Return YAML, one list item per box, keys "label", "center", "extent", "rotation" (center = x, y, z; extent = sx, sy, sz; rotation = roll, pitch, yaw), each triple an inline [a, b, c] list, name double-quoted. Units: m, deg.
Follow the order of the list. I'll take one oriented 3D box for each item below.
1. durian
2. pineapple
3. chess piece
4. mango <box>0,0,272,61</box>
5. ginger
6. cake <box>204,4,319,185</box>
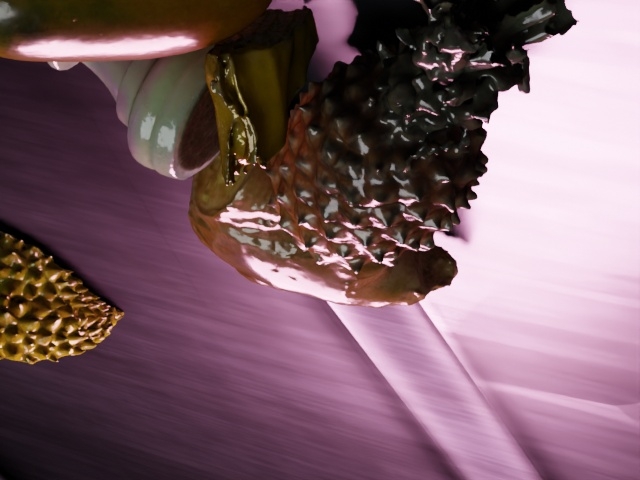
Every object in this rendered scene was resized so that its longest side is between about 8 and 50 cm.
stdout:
- label: "durian"
  center: [-0.425, 0.062, 2.384]
  extent: [0.352, 0.158, 0.169]
  rotation: [20, 169, 4]
- label: "pineapple"
  center: [0.066, -0.092, 1.485]
  extent: [0.175, 0.175, 0.361]
  rotation: [27, 157, -4]
- label: "chess piece"
  center: [-0.194, -0.174, 1.669]
  extent: [0.272, 0.139, 0.139]
  rotation: [33, 160, 15]
- label: "mango"
  center: [-0.152, -0.198, 1.419]
  extent: [0.254, 0.139, 0.175]
  rotation: [-10, -178, -15]
- label: "ginger"
  center: [0.000, 0.000, 1.811]
  extent: [0.270, 0.123, 0.219]
  rotation: [35, 154, -20]
- label: "cake"
  center: [-0.039, -0.114, 1.507]
  extent: [0.080, 0.116, 0.185]
  rotation: [-7, -169, 4]
